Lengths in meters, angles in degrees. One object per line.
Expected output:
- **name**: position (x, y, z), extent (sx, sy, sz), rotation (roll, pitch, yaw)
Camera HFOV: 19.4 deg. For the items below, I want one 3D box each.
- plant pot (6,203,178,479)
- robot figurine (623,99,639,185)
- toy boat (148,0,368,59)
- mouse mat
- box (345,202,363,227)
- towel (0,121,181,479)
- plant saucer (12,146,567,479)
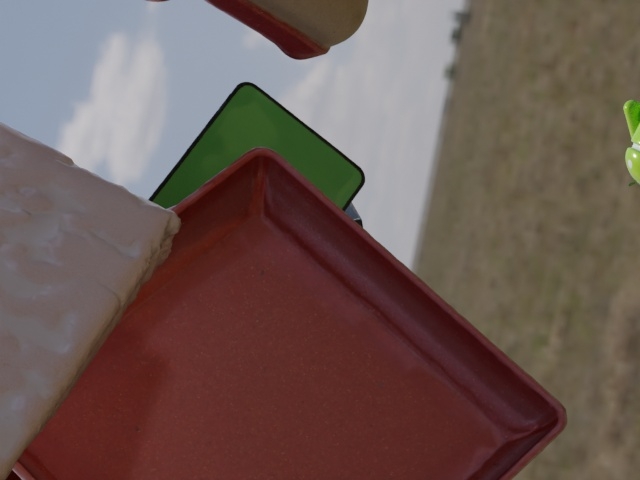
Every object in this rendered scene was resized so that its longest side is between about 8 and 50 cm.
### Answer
- **plant pot**: position (-0.066, 0.109, 1.461), extent (0.267, 0.267, 0.235), rotation (37, -133, -36)
- **robot figurine**: position (0.305, -0.090, 1.604), extent (0.067, 0.101, 0.115), rotation (19, -81, -43)
- **toy boat**: position (-0.070, -0.200, 1.235), extent (0.231, 0.151, 0.151), rotation (26, -125, -52)
- **mouse mat**: position (-0.060, -0.040, 1.718), extent (0.189, 0.152, 0.007), rotation (-55, 7, -29)
- **box**: position (0.000, 0.000, 1.900), extent (0.062, 0.083, 0.052), rotation (-118, 17, -67)
- **towel**: position (-0.265, -0.003, 0.933), extent (0.053, 0.332, 0.317), rotation (-63, 0, 32)
- **plant saucer**: position (-0.036, 0.103, 1.077), extent (0.258, 0.259, 0.047), rotation (-39, -20, -26)
